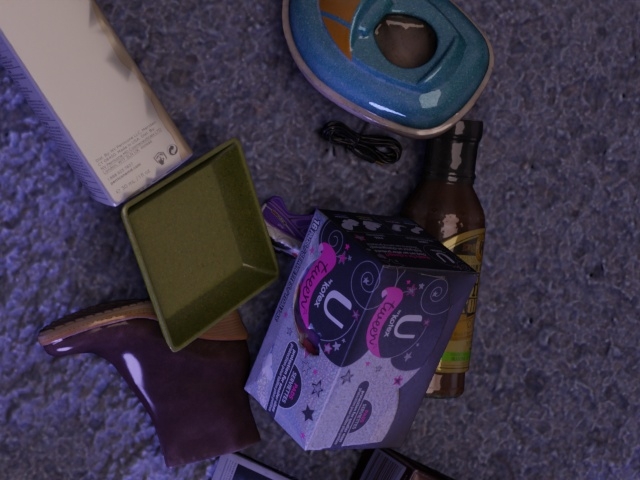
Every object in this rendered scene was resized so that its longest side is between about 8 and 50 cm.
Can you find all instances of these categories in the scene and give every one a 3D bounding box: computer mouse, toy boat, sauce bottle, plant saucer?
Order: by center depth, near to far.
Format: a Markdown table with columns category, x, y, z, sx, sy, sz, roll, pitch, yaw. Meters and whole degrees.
| category | x | y | z | sx | sy | sz | roll | pitch | yaw |
| --- | --- | --- | --- | --- | --- | --- | --- | --- | --- |
| plant saucer | -0.146 | 0.001 | 1.816 | 0.188 | 0.045 | 0.188 | -35 | 120 | -38 |
| toy boat | 0.107 | -0.290 | 1.858 | 0.267 | 0.148 | 0.318 | 31 | 74 | 10 |
| computer mouse | 0.085 | -0.190 | 1.938 | 0.106 | 0.042 | 0.193 | 26 | 88 | -17 |
| sauce bottle | 0.144 | 0.019 | 1.941 | 0.111 | 0.111 | 0.344 | 4 | 95 | -17 |

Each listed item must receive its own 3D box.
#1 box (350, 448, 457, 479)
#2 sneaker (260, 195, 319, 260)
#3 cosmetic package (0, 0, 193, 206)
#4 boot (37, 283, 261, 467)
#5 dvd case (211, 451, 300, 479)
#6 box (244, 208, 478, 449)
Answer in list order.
| category | x | y | z | sx | sy | sz | roll | pitch | yaw |
| --- | --- | --- | --- | --- | --- | --- | --- | --- | --- |
| box | 0.134 | 0.373 | 1.942 | 0.203 | 0.168 | 0.167 | 28 | 87 | -17 |
| sneaker | 0.000 | 0.000 | 1.922 | 0.170 | 0.068 | 0.071 | 30 | 74 | -21 |
| cosmetic package | -0.282 | -0.197 | 1.765 | 0.113 | 0.160 | 0.309 | -34 | 105 | -12 |
| boot | -0.196 | 0.169 | 1.861 | 0.248 | 0.090 | 0.206 | -11 | 96 | -20 |
| dvd case | -0.048 | 0.372 | 1.873 | 0.029 | 0.239 | 0.179 | 23 | 87 | -59 |
| box | 0.045 | 0.107 | 1.842 | 0.163 | 0.142 | 0.247 | 5 | 115 | -42 |
